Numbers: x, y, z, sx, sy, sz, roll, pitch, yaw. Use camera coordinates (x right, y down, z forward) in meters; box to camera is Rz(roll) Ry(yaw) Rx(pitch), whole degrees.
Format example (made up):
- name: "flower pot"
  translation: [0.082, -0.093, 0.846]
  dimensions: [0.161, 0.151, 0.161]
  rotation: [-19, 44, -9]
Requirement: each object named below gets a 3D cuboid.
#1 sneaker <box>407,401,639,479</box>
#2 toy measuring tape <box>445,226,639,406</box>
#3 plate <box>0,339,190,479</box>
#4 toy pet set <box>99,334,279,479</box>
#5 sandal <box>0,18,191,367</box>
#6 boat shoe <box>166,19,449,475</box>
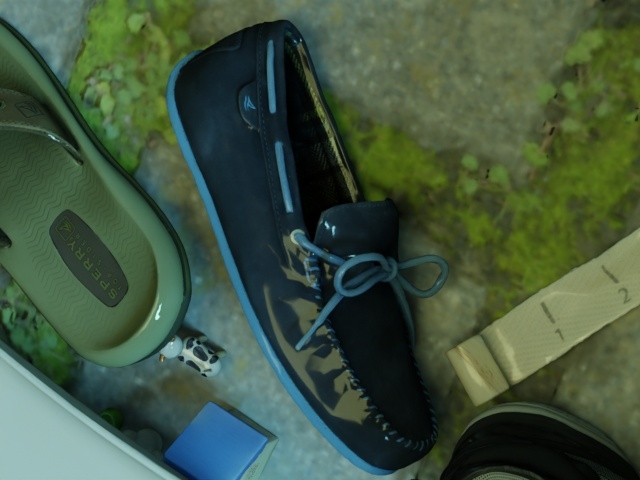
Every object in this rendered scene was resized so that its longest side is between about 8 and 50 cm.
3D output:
- name: "sneaker"
  translation: [0.166, 0.174, 0.937]
  dimensions: [0.268, 0.153, 0.101]
  rotation: [25, 106, 20]
- name: "toy measuring tape"
  translation: [0.185, -0.004, 0.931]
  dimensions: [0.330, 0.121, 0.121]
  rotation: [-33, 82, 24]
- name: "plate"
  translation: [-0.158, 0.199, 1.114]
  dimensions: [0.278, 0.045, 0.277]
  rotation: [33, 123, 23]
- name: "toy pet set"
  translation: [-0.091, 0.117, 1.096]
  dimensions: [0.114, 0.065, 0.122]
  rotation: [32, 108, 18]
- name: "sandal"
  translation: [-0.194, -0.046, 1.106]
  dimensions: [0.303, 0.086, 0.120]
  rotation: [41, 110, 25]
- name: "boat shoe"
  translation: [0.000, 0.000, 1.020]
  dimensions: [0.089, 0.109, 0.258]
  rotation: [-31, 85, 25]
